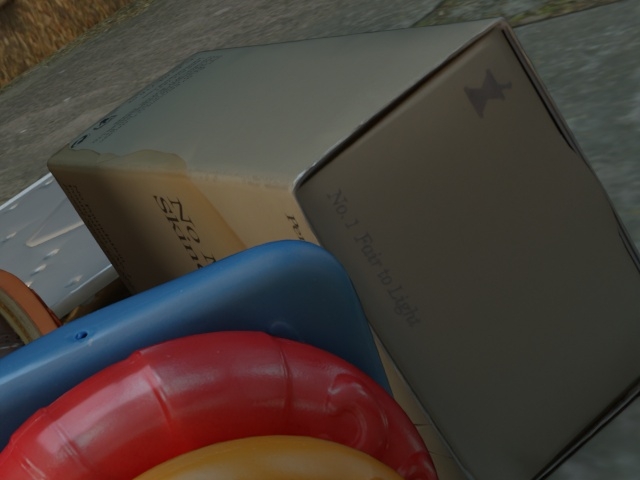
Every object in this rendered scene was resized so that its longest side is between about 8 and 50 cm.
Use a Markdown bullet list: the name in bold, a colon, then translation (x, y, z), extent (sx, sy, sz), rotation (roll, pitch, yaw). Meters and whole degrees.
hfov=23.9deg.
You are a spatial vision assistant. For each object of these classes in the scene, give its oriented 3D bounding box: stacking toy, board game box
- **stacking toy**: translation (0.008, 0.135, 0.369), extent (0.175, 0.166, 0.302), rotation (-26, 27, -18)
- **board game box**: translation (-0.156, -0.017, 1.161), extent (0.390, 0.050, 0.390), rotation (-36, 18, -17)

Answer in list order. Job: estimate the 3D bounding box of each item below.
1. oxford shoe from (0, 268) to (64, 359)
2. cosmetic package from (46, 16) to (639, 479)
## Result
- **oxford shoe**: translation (-0.144, 0.105, 0.699), extent (0.133, 0.130, 0.364), rotation (-44, 21, -17)
- **cosmetic package**: translation (0.000, 0.000, 0.689), extent (0.113, 0.160, 0.309), rotation (-38, 18, -18)
